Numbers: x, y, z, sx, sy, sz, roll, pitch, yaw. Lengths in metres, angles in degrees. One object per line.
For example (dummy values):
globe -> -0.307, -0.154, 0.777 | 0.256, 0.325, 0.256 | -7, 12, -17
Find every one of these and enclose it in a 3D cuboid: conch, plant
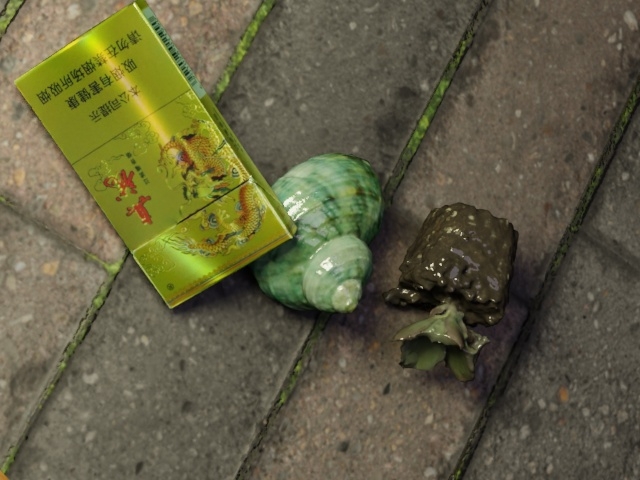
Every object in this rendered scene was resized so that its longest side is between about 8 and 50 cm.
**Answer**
conch -> 0.000, -0.003, 1.997 | 0.176, 0.122, 0.188 | -15, 87, -12
plant -> 0.156, 0.062, 2.063 | 0.142, 0.131, 0.203 | 34, 62, -20

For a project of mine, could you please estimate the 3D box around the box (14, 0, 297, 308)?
box -> -0.181, -0.094, 1.912 | 0.173, 0.043, 0.311 | -30, 101, 18

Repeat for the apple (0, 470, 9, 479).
apple -> -0.424, 0.368, 1.615 | 0.346, 0.391, 0.391 | 31, 72, -18
